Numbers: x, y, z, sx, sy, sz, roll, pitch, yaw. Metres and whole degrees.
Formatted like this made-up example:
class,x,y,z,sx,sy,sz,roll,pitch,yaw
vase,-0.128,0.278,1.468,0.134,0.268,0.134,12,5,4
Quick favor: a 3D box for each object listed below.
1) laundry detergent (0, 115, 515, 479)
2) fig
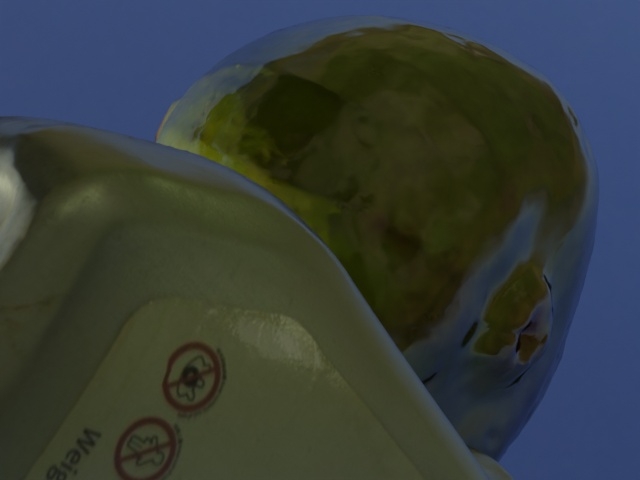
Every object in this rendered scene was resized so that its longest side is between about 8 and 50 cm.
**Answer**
class,x,y,z,sx,sy,sz,roll,pitch,yaw
laundry detergent,-0.030,0.095,0.481,0.253,0.181,0.091,43,168,-37
fig,0.000,0.000,0.789,0.203,0.203,0.225,-12,-147,-44
